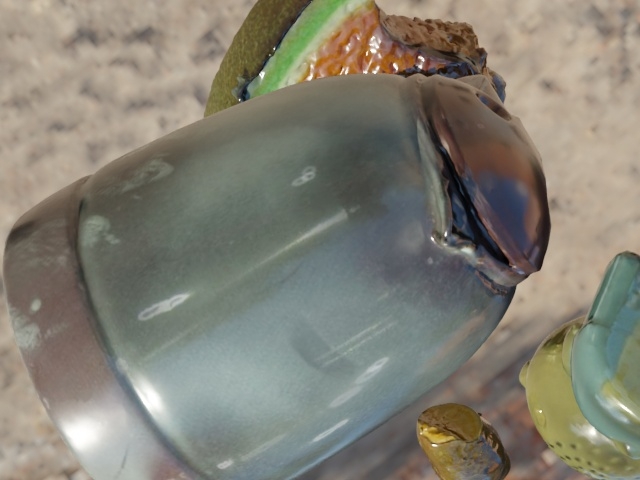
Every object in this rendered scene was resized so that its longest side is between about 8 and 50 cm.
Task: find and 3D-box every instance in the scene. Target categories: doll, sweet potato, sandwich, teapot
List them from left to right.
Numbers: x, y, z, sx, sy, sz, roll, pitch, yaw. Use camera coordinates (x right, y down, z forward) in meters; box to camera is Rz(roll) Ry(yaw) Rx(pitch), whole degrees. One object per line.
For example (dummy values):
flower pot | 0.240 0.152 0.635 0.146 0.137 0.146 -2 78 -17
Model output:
teapot | 0.000 0.000 1.177 0.312 0.233 0.315 -27 -164 17
sandwich | 0.051 -0.179 1.883 0.301 0.162 0.250 14 126 -20
sweet potato | 0.154 0.218 1.827 0.077 0.077 0.244 -38 152 3
doll | 0.280 0.128 1.625 0.261 0.177 0.161 115 -3 -75
